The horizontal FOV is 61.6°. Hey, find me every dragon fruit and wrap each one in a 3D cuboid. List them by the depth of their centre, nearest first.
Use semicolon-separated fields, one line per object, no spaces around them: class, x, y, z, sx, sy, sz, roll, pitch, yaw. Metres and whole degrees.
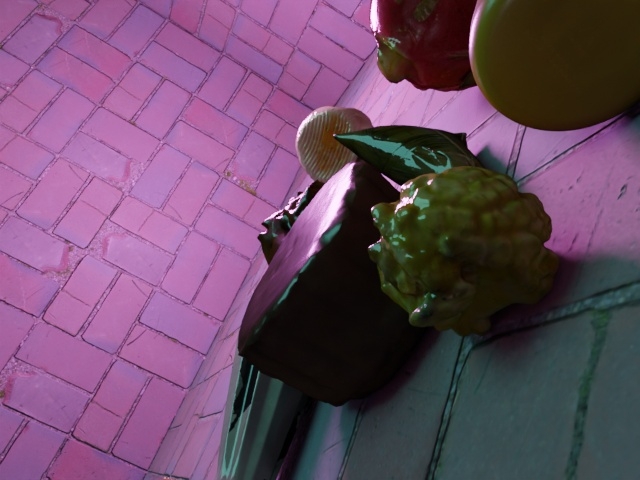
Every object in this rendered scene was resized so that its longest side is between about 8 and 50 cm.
dragon fruit;0.184;-0.376;0.898;0.189;0.291;0.291;-28;28;32

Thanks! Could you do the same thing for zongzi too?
zongzi;0.118;-0.108;0.741;0.205;0.204;0.094;-86;10;-66

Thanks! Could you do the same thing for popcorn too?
popcorn;0.128;0.015;0.504;0.174;0.173;0.142;-57;27;20

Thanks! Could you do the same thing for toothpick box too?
toothpick box;0.251;-0.247;0.564;0.175;0.174;0.271;-52;10;40

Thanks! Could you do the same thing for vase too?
vase;-0.094;0.274;0.877;0.165;0.165;0.360;-50;18;45

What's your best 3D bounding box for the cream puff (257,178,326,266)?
cream puff;0.000;0.000;0.998;0.269;0.154;0.241;-42;42;24

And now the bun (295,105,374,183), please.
bun;0.050;-0.274;1.568;0.244;0.244;0.153;-55;-12;28

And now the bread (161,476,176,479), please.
bread;-0.337;0.629;1.203;0.138;0.102;0.196;-65;12;-12

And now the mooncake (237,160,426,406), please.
mooncake;0.030;0.062;0.745;0.324;0.187;0.324;-56;10;15
